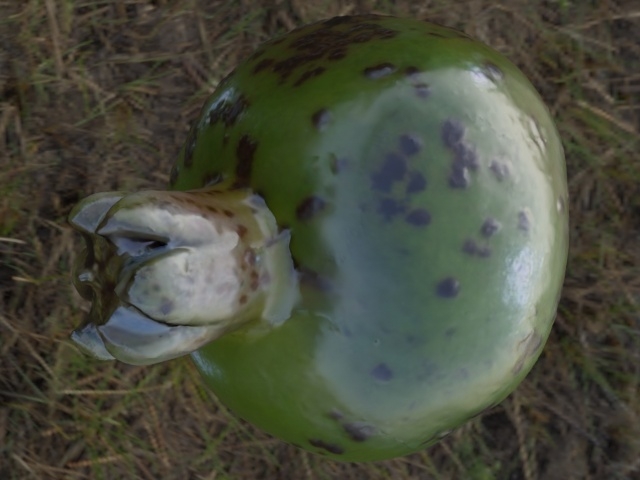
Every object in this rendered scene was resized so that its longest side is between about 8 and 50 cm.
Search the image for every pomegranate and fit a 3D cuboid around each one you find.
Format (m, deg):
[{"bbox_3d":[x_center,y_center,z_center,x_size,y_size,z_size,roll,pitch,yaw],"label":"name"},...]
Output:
[{"bbox_3d":[0.000,0.000,0.533,0.248,0.202,0.202,-6,97,-47],"label":"pomegranate"}]
